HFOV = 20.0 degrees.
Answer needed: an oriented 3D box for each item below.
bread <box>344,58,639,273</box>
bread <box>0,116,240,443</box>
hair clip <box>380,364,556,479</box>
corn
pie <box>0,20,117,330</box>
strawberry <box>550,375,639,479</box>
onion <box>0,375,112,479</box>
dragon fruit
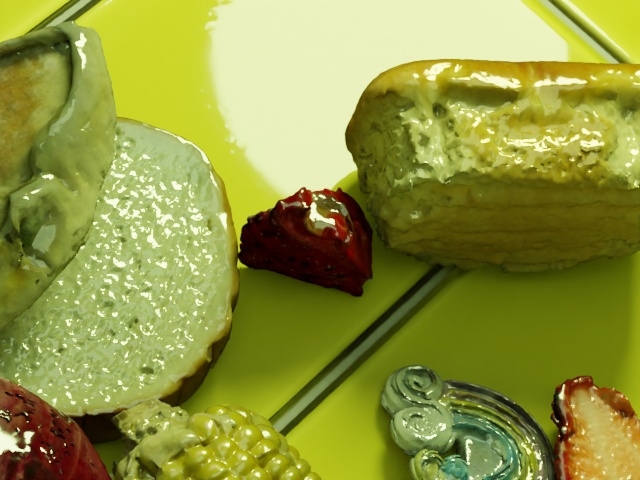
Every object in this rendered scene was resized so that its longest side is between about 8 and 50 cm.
[{"bbox_3d":[0.140,-0.056,1.251,0.245,0.174,0.121,3,63,-4],"label":"bread"},{"bbox_3d":[-0.164,0.024,1.219,0.236,0.070,0.236,4,65,-8],"label":"bread"},{"bbox_3d":[0.104,0.159,1.218,0.116,0.049,0.172,8,55,-21],"label":"hair clip"},{"bbox_3d":[-0.007,0.232,1.116,0.130,0.130,0.347,-38,82,-23],"label":"corn"},{"bbox_3d":[-0.289,-0.046,1.172,0.337,0.075,0.337,-9,63,19],"label":"pie"},{"bbox_3d":[0.201,0.162,1.224,0.104,0.048,0.152,-17,69,-24],"label":"strawberry"},{"bbox_3d":[-0.226,0.188,1.072,0.252,0.219,0.252,-1,103,-6],"label":"onion"},{"bbox_3d":[0.001,0.003,1.227,0.097,0.131,0.063,-24,75,-12],"label":"dragon fruit"}]
